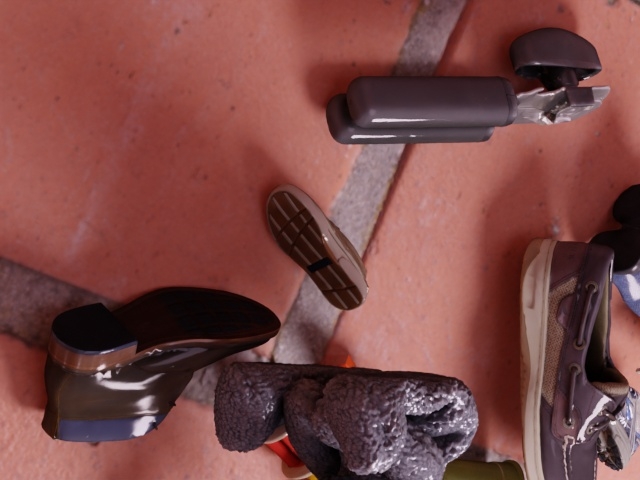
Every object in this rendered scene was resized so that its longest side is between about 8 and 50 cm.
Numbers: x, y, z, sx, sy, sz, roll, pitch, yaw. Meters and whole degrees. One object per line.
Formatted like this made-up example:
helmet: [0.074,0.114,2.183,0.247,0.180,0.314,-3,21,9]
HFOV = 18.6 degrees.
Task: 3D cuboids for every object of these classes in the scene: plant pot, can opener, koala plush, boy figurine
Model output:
plant pot: [0.137,0.237,1.835,0.079,0.083,0.083,18,93,-20]
can opener: [0.134,-0.139,1.746,0.283,0.076,0.095,-2,72,-30]
koala plush: [0.032,0.218,1.626,0.203,0.196,0.221,5,88,-45]
boy figurine: [0.376,0.072,1.925,0.285,0.092,0.177,42,77,-29]

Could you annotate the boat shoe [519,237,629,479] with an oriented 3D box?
boat shoe: [0.242,0.138,1.830,0.103,0.092,0.285,-20,107,-64]

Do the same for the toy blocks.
toy blocks: [0.002,0.153,1.738,0.123,0.054,0.148,-44,120,-14]

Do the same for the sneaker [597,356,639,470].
sneaker: [0.287,0.157,1.922,0.058,0.052,0.135,-36,125,-31]

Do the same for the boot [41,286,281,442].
boot: [-0.139,0.105,1.643,0.219,0.082,0.106,-5,127,-35]

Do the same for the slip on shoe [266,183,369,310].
slip on shoe: [0.000,0.000,1.706,0.135,0.051,0.041,51,35,-22]
